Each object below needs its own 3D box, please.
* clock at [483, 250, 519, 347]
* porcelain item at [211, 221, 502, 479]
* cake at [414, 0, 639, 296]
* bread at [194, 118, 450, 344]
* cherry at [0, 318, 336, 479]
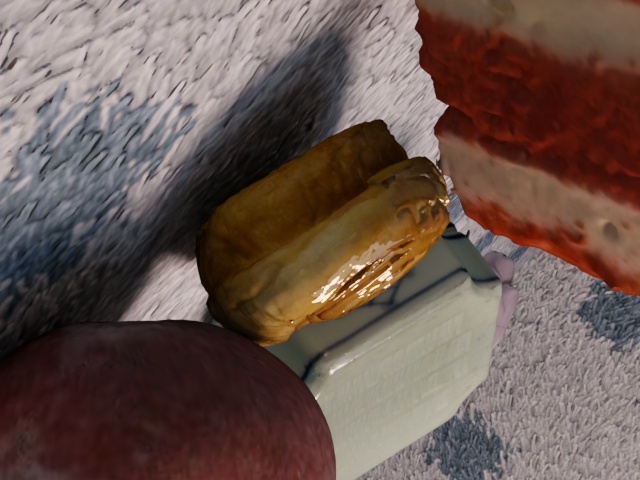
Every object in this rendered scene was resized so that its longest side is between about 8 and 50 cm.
[{"bbox_3d":[0.119,0.054,1.447,0.189,0.189,0.254,-49,151,10],"label":"clock"},{"bbox_3d":[0.037,0.108,1.198,0.286,0.157,0.281,-29,146,-17],"label":"porcelain item"},{"bbox_3d":[0.239,-0.147,0.729,0.269,0.270,0.319,-34,132,-26],"label":"cake"},{"bbox_3d":[-0.003,0.002,0.905,0.198,0.120,0.236,-33,177,-12],"label":"bread"},{"bbox_3d":[-0.131,0.160,0.823,0.261,0.221,0.307,-13,158,25],"label":"cherry"}]
